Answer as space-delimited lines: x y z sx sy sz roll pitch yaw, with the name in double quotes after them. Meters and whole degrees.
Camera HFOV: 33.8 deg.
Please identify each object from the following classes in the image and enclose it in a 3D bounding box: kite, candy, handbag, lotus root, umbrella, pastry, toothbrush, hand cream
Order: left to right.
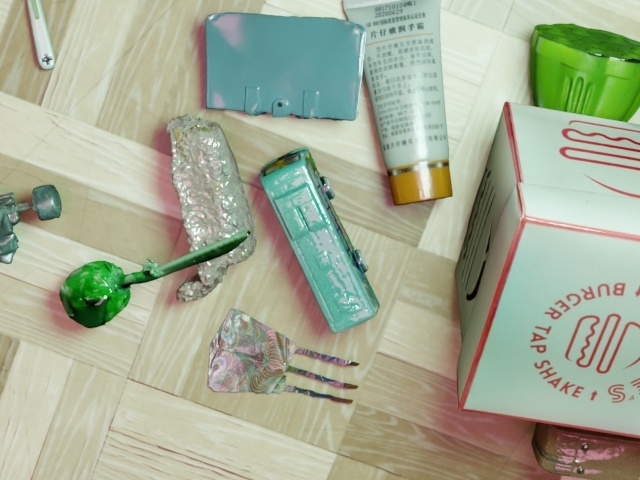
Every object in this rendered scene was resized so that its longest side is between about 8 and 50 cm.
-0.534 -0.016 1.480 0.348 0.094 0.143 -14 91 -2 "umbrella"
-0.414 -0.388 1.466 0.030 0.030 0.304 -11 98 0 "toothbrush"
-0.225 0.041 1.448 0.323 0.097 0.097 -20 98 26 "candy"
-0.152 -0.045 1.481 0.112 0.103 0.265 0 103 13 "pastry"
-0.050 -0.241 1.465 0.221 0.057 0.144 5 103 9 "handbag"
-0.052 0.182 1.559 0.229 0.016 0.127 12 100 -3 "kite"
0.115 -0.207 1.477 0.139 0.089 0.315 -6 93 9 "hand cream"
0.363 -0.197 1.455 0.186 0.186 0.186 0 98 -1 "lotus root"
0.403 0.293 1.517 0.193 0.151 0.072 7 101 -5 "handbag"

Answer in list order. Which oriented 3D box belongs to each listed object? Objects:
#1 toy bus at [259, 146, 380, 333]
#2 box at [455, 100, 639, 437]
0.000 0.000 1.492 0.091 0.109 0.262 -26 96 8 "toy bus"
0.352 0.036 1.360 0.312 0.300 0.315 9 126 -3 "box"
